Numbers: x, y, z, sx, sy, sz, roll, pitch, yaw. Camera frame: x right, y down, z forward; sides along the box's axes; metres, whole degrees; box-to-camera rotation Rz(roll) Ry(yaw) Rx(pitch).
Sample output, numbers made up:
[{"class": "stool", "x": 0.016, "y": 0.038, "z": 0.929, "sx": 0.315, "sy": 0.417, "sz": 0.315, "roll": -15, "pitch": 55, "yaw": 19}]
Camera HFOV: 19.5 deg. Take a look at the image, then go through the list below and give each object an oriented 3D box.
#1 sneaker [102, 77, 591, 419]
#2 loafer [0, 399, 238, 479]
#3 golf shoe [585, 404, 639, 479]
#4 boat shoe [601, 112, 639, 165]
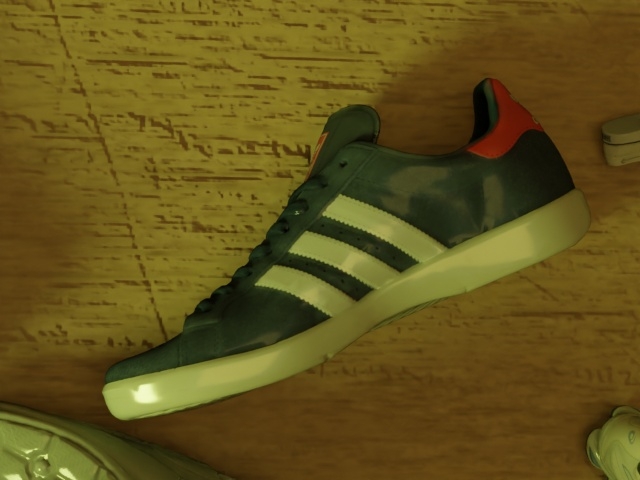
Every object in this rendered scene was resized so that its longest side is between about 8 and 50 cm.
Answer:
[{"class": "sneaker", "x": 0.000, "y": 0.000, "z": 1.243, "sx": 0.350, "sy": 0.131, "sz": 0.148, "roll": -24, "pitch": 89, "yaw": -14}, {"class": "loafer", "x": -0.104, "y": 0.196, "z": 1.235, "sx": 0.319, "sy": 0.111, "sz": 0.112, "roll": 28, "pitch": 103, "yaw": 6}, {"class": "golf shoe", "x": 0.266, "y": 0.189, "z": 1.306, "sx": 0.176, "sy": 0.086, "sz": 0.069, "roll": 38, "pitch": 83, "yaw": -10}, {"class": "boat shoe", "x": 0.248, "y": -0.074, "z": 1.325, "sx": 0.100, "sy": 0.035, "sz": 0.035, "roll": -14, "pitch": 121, "yaw": -13}]
